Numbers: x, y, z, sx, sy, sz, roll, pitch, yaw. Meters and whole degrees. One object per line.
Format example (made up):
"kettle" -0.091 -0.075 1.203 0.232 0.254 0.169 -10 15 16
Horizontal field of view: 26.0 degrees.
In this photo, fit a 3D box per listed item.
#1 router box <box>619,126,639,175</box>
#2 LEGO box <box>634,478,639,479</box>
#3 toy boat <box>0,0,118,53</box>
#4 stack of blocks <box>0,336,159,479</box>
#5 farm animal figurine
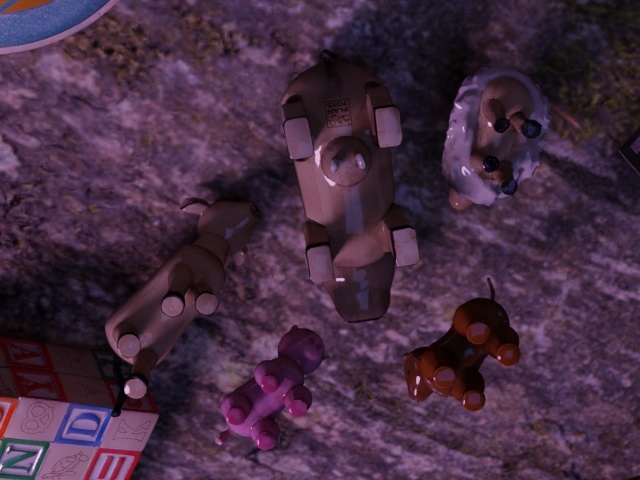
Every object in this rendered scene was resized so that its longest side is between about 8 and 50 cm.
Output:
"router box" 0.454 -0.109 1.199 0.243 0.081 0.309 35 107 -26
"LEGO box" 0.253 0.440 1.295 0.500 0.372 0.193 -17 120 -3
"toy boat" -0.247 -0.266 0.929 0.267 0.148 0.318 -44 118 13
"stack of blocks" -0.281 0.232 1.212 0.171 0.087 0.297 11 117 -32
"farm animal figurine" 0.000 0.000 1.129 0.330 0.172 0.326 7 105 -7
